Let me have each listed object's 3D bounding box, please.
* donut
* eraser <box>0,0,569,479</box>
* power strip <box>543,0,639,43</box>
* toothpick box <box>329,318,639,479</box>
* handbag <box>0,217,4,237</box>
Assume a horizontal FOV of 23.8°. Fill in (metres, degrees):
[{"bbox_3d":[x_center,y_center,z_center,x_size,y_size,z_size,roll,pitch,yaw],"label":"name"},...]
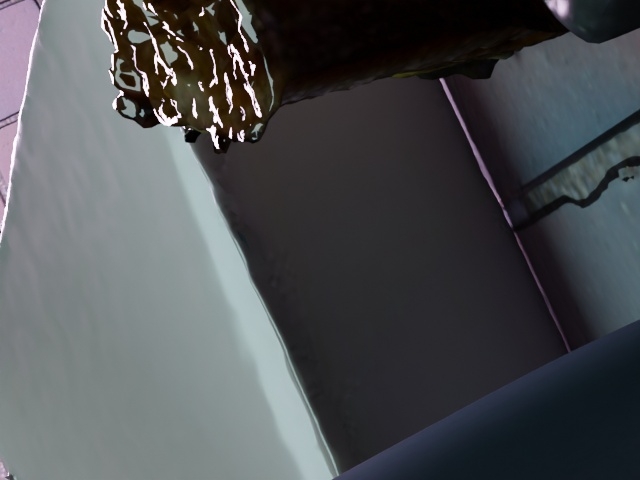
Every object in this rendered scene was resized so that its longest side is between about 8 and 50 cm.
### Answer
[{"bbox_3d":[0.011,-0.097,0.456,0.144,0.186,0.126,-7,103,55],"label":"donut"},{"bbox_3d":[-0.013,0.058,0.692,0.331,0.150,0.331,24,123,44],"label":"eraser"},{"bbox_3d":[0.055,-0.152,0.261,0.105,0.070,0.257,58,169,27],"label":"power strip"},{"bbox_3d":[0.078,0.084,0.371,0.120,0.184,0.120,56,165,23],"label":"toothpick box"},{"bbox_3d":[-0.140,0.109,1.319,0.416,0.180,0.317,74,-158,-44],"label":"handbag"}]
